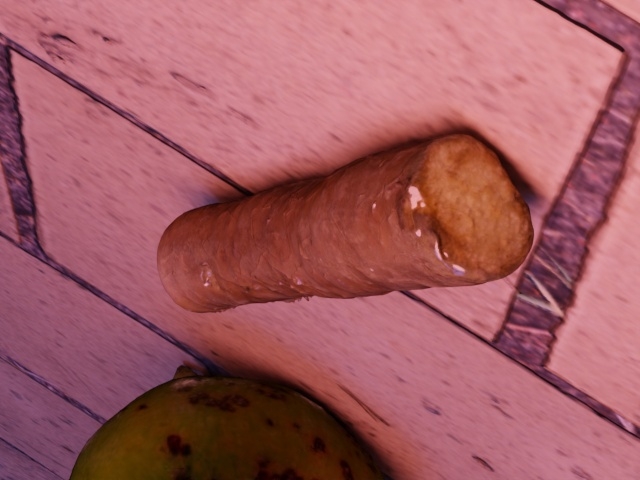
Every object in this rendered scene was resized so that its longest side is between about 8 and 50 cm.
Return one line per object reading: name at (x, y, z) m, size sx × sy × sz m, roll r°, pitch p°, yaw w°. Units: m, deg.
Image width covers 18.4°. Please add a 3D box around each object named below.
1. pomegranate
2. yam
pomegranate at (-0.062, 0.171, 1.274) m, size 0.211 × 0.211 × 0.263 m, roll 46°, pitch -161°, yaw -27°
yam at (0.000, 0.000, 0.936) m, size 0.066 × 0.066 × 0.300 m, roll 41°, pitch 159°, yaw -16°
